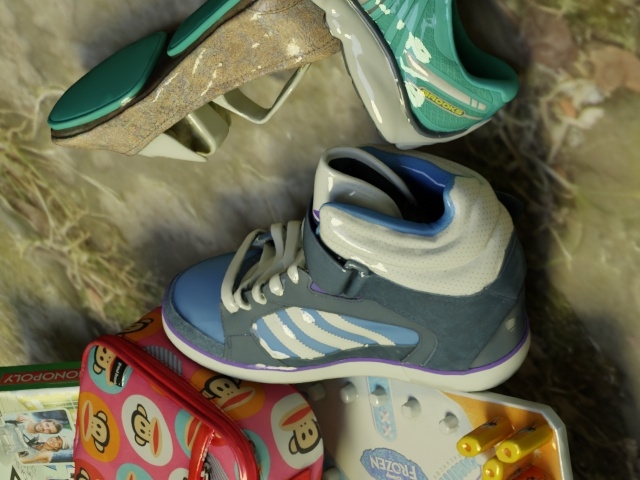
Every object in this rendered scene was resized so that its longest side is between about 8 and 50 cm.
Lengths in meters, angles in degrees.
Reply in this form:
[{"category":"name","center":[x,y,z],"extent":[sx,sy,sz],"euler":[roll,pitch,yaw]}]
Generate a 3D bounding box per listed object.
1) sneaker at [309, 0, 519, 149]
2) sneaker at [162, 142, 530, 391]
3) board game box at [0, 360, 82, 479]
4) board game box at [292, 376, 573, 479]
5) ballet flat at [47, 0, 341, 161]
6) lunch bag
[{"category":"sneaker","center":[0.051,-0.197,1.332],"extent":[0.110,0.107,0.275],"euler":[-20,115,23]},{"category":"sneaker","center":[0.000,0.000,1.448],"extent":[0.323,0.130,0.236],"euler":[6,141,23]},{"category":"board game box","center":[-0.204,0.253,1.822],"extent":[0.213,0.046,0.317],"euler":[-4,123,9]},{"category":"board game box","center":[0.068,0.296,1.588],"extent":[0.390,0.050,0.390],"euler":[9,114,48]},{"category":"ballet flat","center":[-0.096,-0.120,1.478],"extent":[0.106,0.107,0.316],"euler":[43,139,-20]},{"category":"lunch bag","center":[-0.096,0.227,1.624],"extent":[0.258,0.120,0.293],"euler":[32,131,33]}]
